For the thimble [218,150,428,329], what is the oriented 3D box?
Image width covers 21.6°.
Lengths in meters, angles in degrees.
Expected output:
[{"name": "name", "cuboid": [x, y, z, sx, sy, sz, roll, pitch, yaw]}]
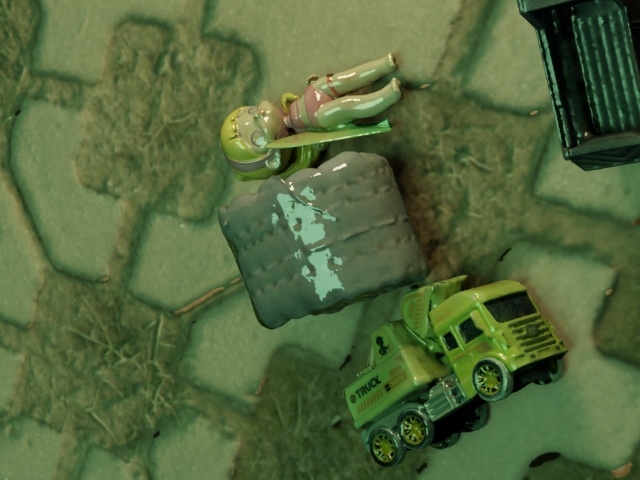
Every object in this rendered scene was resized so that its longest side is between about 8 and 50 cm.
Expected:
[{"name": "thimble", "cuboid": [0.003, -0.001, 1.362, 0.151, 0.127, 0.118, -22, 86, 32]}]

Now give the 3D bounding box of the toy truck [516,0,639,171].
[{"name": "toy truck", "cuboid": [0.201, -0.148, 1.189, 0.083, 0.092, 0.192, -9, 96, 40]}]

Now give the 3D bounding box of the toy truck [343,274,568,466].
[{"name": "toy truck", "cuboid": [0.096, 0.097, 1.344, 0.191, 0.085, 0.116, -39, 72, 40]}]

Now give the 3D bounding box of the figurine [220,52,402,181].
[{"name": "figurine", "cuboid": [-0.007, -0.096, 1.394, 0.187, 0.083, 0.083, -26, 85, 27]}]
